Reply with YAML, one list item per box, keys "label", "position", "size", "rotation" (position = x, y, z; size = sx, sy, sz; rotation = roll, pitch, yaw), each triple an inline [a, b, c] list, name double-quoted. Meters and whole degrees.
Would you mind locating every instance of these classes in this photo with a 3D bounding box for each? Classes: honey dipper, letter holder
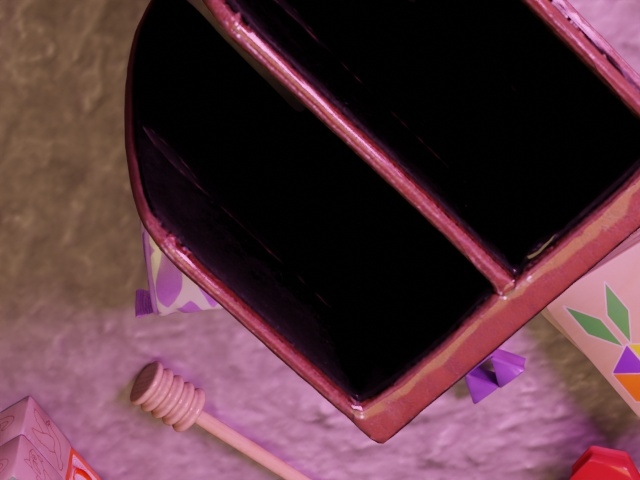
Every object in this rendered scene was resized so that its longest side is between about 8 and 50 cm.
- label: "honey dipper"
  position: [-0.046, 0.127, 0.771]
  size: [0.161, 0.030, 0.030]
  rotation: [35, 107, -23]
- label: "letter holder"
  position: [-0.012, -0.105, 0.509]
  size: [0.152, 0.302, 0.214]
  rotation: [-43, 112, 14]

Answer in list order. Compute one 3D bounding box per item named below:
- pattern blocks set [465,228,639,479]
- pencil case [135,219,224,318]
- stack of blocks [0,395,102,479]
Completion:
- label: "pattern blocks set"
  position: [0.225, 0.041, 0.691]
  size: [0.325, 0.026, 0.285]
  rotation: [-27, 102, 32]
- label: "pencil case"
  position: [0.000, 0.000, 0.687]
  size: [0.206, 0.086, 0.088]
  rotation: [1, 136, -5]
- label: "stack of blocks"
  position: [-0.276, 0.217, 0.756]
  size: [0.297, 0.087, 0.171]
  rotation: [-30, 115, 8]
